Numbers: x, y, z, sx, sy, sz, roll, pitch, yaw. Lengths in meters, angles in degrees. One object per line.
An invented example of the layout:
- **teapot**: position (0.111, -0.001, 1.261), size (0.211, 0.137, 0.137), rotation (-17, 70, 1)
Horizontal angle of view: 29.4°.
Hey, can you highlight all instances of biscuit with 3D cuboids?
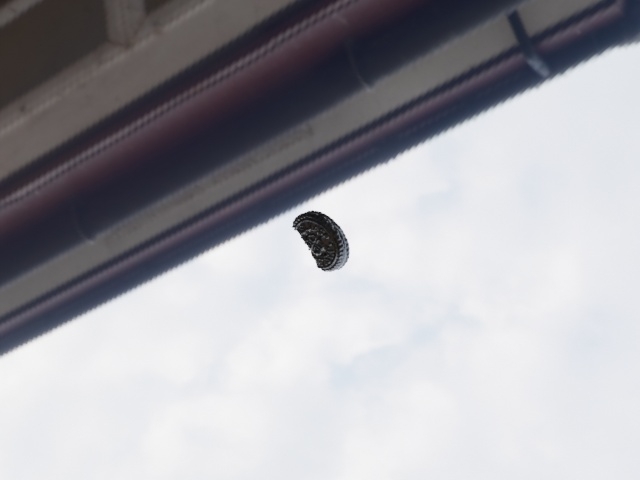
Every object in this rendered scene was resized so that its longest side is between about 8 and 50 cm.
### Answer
- **biscuit**: position (0.000, 0.000, 1.648), size (0.089, 0.027, 0.087), rotation (16, -55, 35)
